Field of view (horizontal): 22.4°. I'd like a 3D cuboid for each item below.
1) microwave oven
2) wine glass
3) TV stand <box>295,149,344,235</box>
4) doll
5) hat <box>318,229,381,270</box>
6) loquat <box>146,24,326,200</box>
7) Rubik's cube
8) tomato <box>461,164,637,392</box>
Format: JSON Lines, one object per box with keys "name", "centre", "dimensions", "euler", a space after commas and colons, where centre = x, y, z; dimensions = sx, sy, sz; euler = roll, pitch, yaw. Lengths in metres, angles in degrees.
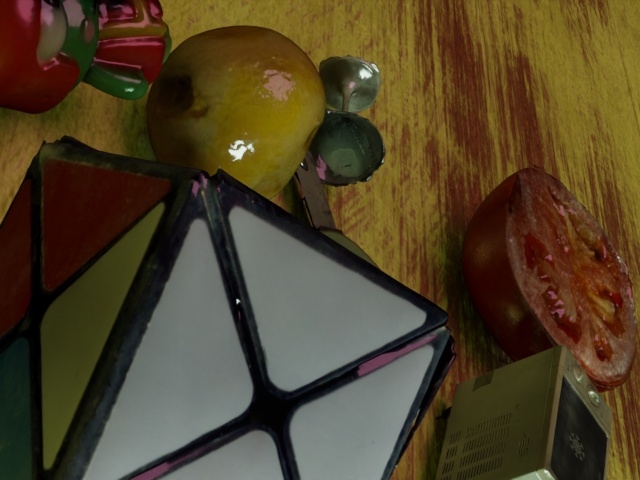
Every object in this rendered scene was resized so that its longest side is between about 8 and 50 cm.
{"name": "microwave oven", "centre": [0.243, 0.273, 1.965], "dimensions": [0.145, 0.194, 0.240], "euler": [51, 30, -20]}
{"name": "wine glass", "centre": [0.033, -0.167, 2.141], "dimensions": [0.122, 0.122, 0.183], "euler": [43, 30, -23]}
{"name": "TV stand", "centre": [0.000, 0.000, 2.006], "dimensions": [0.049, 0.040, 0.256], "euler": [11, 53, -50]}
{"name": "doll", "centre": [-0.315, -0.218, 1.627], "dimensions": [0.363, 0.160, 0.183], "euler": [2, 60, -53]}
{"name": "hat", "centre": [0.009, 0.087, 1.907], "dimensions": [0.173, 0.166, 0.144], "euler": [45, -26, 52]}
{"name": "loquat", "centre": [-0.095, -0.145, 1.835], "dimensions": [0.213, 0.213, 0.213], "euler": [36, 36, -32]}
{"name": "Rubik's cube", "centre": [-0.119, 0.115, 1.365], "dimensions": [0.310, 0.305, 0.307], "euler": [32, 77, -34]}
{"name": "tomato", "centre": [0.307, 0.075, 2.288], "dimensions": [0.338, 0.143, 0.338], "euler": [33, 43, -36]}
